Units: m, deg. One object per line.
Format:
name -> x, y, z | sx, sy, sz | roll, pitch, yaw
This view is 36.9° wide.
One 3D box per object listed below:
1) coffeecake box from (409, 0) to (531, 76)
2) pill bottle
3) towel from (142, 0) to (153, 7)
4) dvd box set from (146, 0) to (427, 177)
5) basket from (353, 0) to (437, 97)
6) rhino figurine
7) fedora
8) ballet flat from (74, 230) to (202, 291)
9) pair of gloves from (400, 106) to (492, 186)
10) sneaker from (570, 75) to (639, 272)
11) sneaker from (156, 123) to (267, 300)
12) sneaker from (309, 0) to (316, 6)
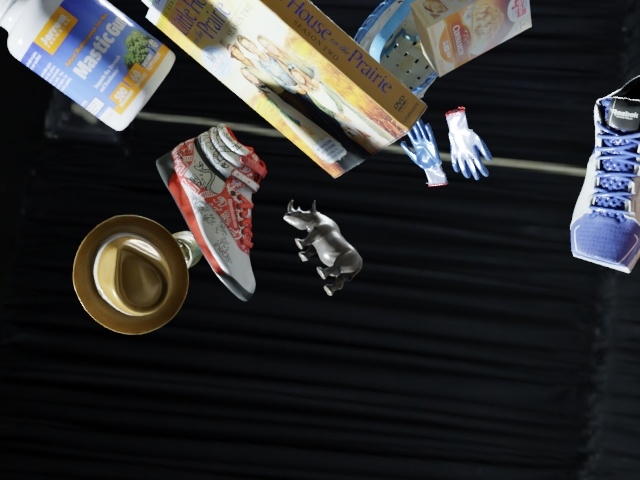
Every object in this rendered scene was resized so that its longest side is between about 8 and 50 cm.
coffeecake box -> 0.258, -0.382, 1.627 | 0.068, 0.185, 0.142 | 62, -178, 30
pill bottle -> -0.368, -0.301, 1.436 | 0.152, 0.272, 0.152 | -47, 18, 21
towel -> -0.179, -0.517, 1.777 | 0.325, 0.248, 0.038 | -51, -34, 13
dvd box set -> -0.066, -0.282, 1.486 | 0.062, 0.420, 0.307 | -54, 11, -20
basket -> 0.179, -0.423, 2.043 | 0.255, 0.201, 0.289 | -52, -11, -18
rhino figurine -> 0.000, 0.000, 2.106 | 0.106, 0.243, 0.073 | -29, -27, -16
fedora -> -0.291, 0.057, 1.504 | 0.079, 0.194, 0.194 | -170, 86, -68
ballet flat -> -0.461, 0.066, 2.391 | 0.123, 0.348, 0.123 | -19, -90, -88
pair of gloves -> 0.254, -0.188, 1.961 | 0.023, 0.198, 0.159 | -38, -68, -42
sneaker -> 0.459, -0.126, 1.479 | 0.182, 0.127, 0.315 | 44, -115, -56
sneaker -> -0.133, -0.052, 1.475 | 0.270, 0.145, 0.090 | 59, -177, 16
sneaker -> -0.075, -0.507, 2.138 | 0.126, 0.321, 0.127 | -31, -30, -30
